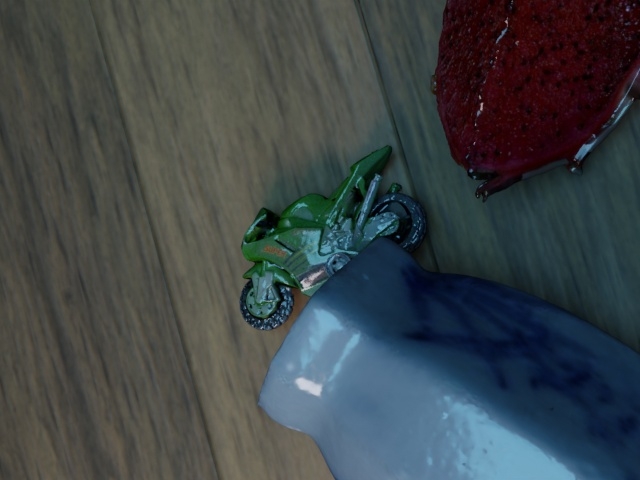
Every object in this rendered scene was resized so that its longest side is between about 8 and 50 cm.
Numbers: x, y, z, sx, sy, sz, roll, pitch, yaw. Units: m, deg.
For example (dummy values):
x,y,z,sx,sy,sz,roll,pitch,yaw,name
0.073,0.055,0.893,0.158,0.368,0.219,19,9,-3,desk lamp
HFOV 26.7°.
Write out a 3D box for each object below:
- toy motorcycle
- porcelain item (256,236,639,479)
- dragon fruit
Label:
x,y,z,sx,sy,sz,roll,pitch,yaw,name
0.000,0.000,1.191,0.190,0.074,0.106,-30,71,15,toy motorcycle
0.161,0.172,1.040,0.405,0.242,0.178,32,122,12,porcelain item
0.193,-0.171,1.114,0.161,0.126,0.274,6,112,-19,dragon fruit
